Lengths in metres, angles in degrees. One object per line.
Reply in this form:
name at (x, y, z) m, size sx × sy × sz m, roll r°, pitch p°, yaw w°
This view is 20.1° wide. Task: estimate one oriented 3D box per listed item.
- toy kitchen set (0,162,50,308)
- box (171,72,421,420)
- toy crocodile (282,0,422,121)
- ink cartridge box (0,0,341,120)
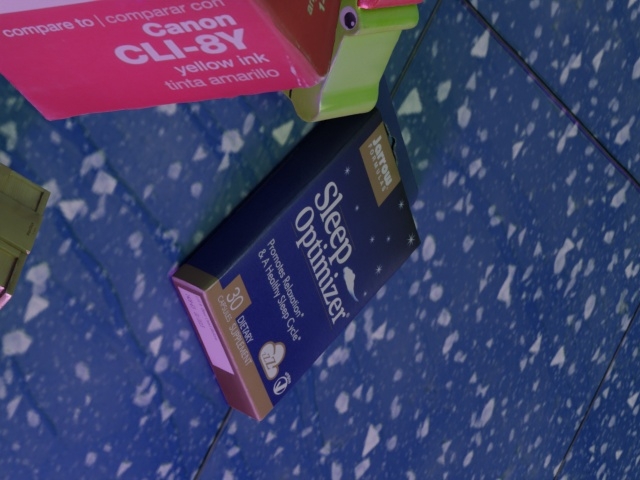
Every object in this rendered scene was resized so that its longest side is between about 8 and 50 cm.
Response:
toy kitchen set at (-0.204, 0.003, 0.994) m, size 0.068 × 0.075 × 0.083 m, roll 32°, pitch 41°, yaw -18°
box at (0.000, 0.000, 1.242) m, size 0.225 × 0.036 × 0.136 m, roll -48°, pitch 140°, yaw -26°
toy crocodile at (0.039, -0.236, 1.106) m, size 0.115 × 0.105 × 0.340 m, roll -8°, pitch 115°, yaw -50°
ink cartridge box at (-0.121, -0.269, 0.750) m, size 0.384 × 0.160 × 0.279 m, roll 48°, pitch 45°, yaw -53°
